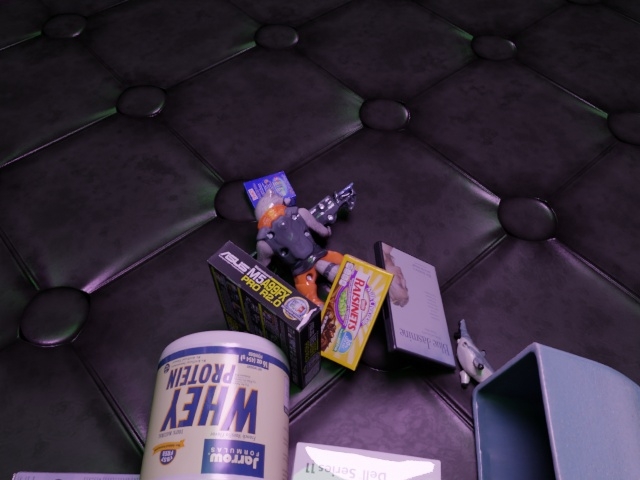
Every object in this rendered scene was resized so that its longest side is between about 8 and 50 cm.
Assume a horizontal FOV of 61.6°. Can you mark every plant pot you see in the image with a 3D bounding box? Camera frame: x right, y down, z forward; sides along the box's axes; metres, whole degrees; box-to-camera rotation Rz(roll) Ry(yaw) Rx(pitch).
[{"bbox_3d":[0.431,0.347,0.899,0.253,0.247,0.247,10,54,-6],"label":"plant pot"}]

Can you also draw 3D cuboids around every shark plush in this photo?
[{"bbox_3d":[0.312,0.237,1.103,0.067,0.073,0.161,7,31,-19],"label":"shark plush"}]

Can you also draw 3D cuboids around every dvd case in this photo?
[{"bbox_3d":[0.193,0.133,1.111,0.180,0.022,0.252,24,46,-33],"label":"dvd case"}]

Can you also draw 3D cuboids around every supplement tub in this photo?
[{"bbox_3d":[-0.169,0.340,0.889,0.236,0.235,0.324,-1,54,-1],"label":"supplement tub"}]

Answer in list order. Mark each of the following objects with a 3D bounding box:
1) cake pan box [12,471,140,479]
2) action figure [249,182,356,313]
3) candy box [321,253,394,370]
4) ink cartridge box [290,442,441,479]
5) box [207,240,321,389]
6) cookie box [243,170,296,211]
[{"bbox_3d":[-0.400,0.517,0.862,0.246,0.070,0.266,-1,54,0],"label":"cake pan box"},{"bbox_3d":[0.000,0.000,1.165,0.330,0.178,0.341,41,76,5],"label":"action figure"},{"bbox_3d":[0.059,0.140,1.054,0.105,0.027,0.205,22,97,11],"label":"candy box"},{"bbox_3d":[0.059,0.391,0.782,0.207,0.353,0.119,6,54,3],"label":"ink cartridge box"},{"bbox_3d":[-0.098,0.148,1.008,0.216,0.270,0.060,34,61,22],"label":"box"},{"bbox_3d":[-0.127,-0.116,1.339,0.107,0.040,0.091,-18,57,-14],"label":"cookie box"}]
